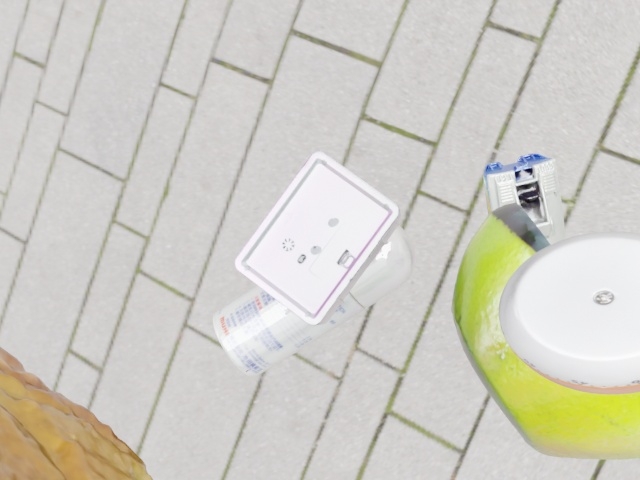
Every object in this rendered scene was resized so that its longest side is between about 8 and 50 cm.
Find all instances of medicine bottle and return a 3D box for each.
[{"bbox_3d":[-0.002,0.083,1.431,0.341,0.130,0.130,-33,76,11],"label":"medicine bottle"}]

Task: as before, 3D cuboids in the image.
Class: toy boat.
[{"bbox_3d":[0.364,0.006,1.524,0.129,0.088,0.295,-14,105,-8],"label":"toy boat"}]

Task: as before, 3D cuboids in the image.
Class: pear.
[{"bbox_3d":[0.296,0.148,1.171,0.165,0.399,0.399,-35,75,10],"label":"pear"}]

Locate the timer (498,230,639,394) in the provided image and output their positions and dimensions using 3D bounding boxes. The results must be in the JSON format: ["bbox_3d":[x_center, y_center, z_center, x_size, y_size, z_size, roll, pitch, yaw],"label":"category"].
[{"bbox_3d":[0.184,0.053,0.559,0.136,0.136,0.099,2,66,27],"label":"timer"}]

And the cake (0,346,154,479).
[{"bbox_3d":[-0.255,0.218,0.487,0.314,0.293,0.307,40,95,-22],"label":"cake"}]

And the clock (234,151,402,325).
[{"bbox_3d":[0.000,0.000,1.197,0.150,0.063,0.197,36,91,12],"label":"clock"}]
